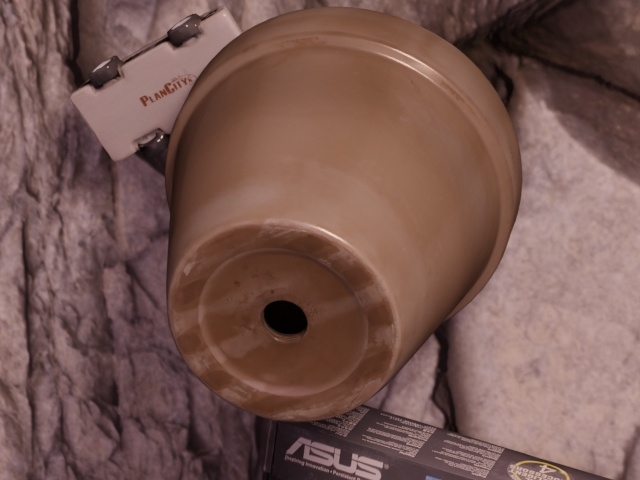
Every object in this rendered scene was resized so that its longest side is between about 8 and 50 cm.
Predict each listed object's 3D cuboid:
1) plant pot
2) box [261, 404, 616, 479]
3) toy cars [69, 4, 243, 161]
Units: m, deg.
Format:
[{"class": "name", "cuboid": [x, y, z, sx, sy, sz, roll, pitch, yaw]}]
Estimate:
[{"class": "plant pot", "cuboid": [0.000, 0.000, 1.337, 0.323, 0.280, 0.323, 5, 120, 9]}, {"class": "box", "cuboid": [0.127, 0.349, 1.553, 0.395, 0.097, 0.318, 15, 111, 18]}, {"class": "toy cars", "cuboid": [-0.106, -0.240, 1.442, 0.176, 0.087, 0.393, 21, 121, 2]}]
